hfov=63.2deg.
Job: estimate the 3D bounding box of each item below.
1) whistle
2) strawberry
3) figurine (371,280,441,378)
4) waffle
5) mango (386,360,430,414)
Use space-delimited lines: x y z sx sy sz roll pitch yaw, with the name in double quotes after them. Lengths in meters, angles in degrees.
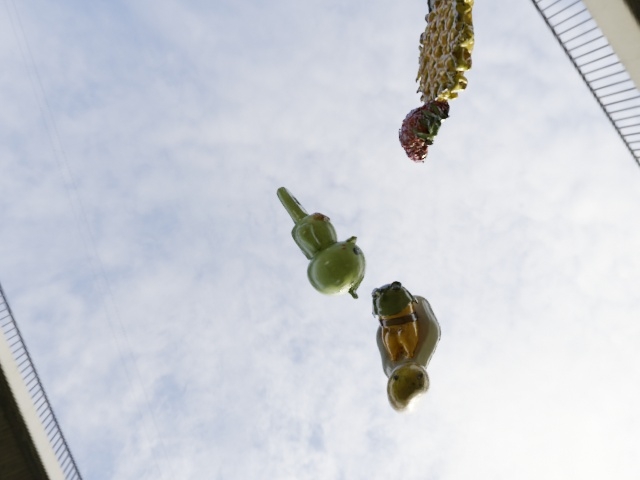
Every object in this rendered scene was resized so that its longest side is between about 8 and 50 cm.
0.010 -0.003 1.128 0.141 0.141 0.294 -21 -101 -8 "whistle"
0.217 -0.244 1.126 0.085 0.140 0.192 22 -134 1 "strawberry"
0.186 0.197 1.234 0.167 0.250 0.141 -17 -50 21 "figurine"
0.287 -0.461 1.196 0.062 0.329 0.329 4 -87 -7 "waffle"
0.191 0.325 1.125 0.103 0.076 0.161 -37 -39 -20 "mango"
